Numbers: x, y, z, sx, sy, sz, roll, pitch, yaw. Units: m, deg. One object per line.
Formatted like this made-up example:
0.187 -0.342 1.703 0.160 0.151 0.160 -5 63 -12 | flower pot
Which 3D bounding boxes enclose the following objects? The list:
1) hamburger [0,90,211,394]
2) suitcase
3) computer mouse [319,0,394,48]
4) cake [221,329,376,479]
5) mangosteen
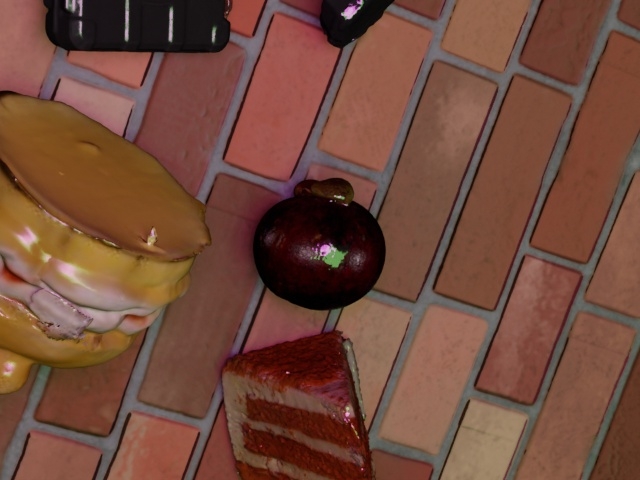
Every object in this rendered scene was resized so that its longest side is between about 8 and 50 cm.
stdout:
-0.273 0.015 1.476 0.276 0.276 0.237 28 112 -22 | hamburger
-0.178 -0.335 1.500 0.206 0.066 0.285 -5 104 -39 | suitcase
0.070 -0.304 1.597 0.073 0.122 0.217 31 90 2 | computer mouse
-0.028 0.209 1.608 0.160 0.262 0.158 -10 101 1 | cake
0.000 0.000 1.619 0.153 0.152 0.152 -4 102 -18 | mangosteen
